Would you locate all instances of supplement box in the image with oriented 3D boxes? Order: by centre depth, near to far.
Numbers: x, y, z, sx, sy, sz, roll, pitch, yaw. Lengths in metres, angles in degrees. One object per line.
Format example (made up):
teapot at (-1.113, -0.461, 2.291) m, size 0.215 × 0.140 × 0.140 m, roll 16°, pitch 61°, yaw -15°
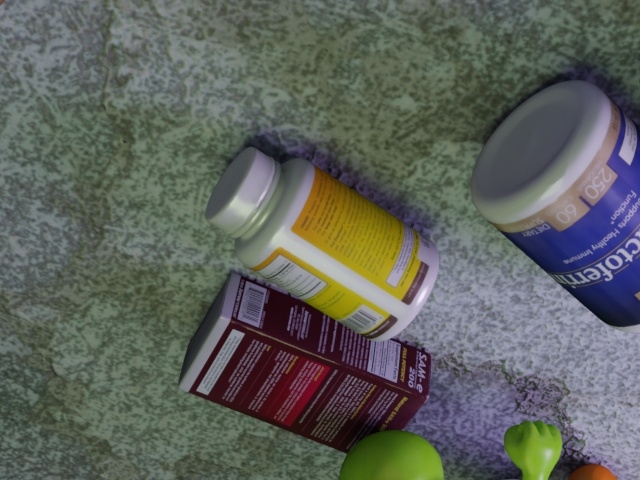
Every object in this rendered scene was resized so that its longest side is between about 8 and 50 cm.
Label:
supplement box at (-0.016, 0.139, 1.509) m, size 0.239 × 0.073 × 0.130 m, roll 23°, pitch 130°, yaw -11°

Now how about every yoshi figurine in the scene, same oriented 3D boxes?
yoshi figurine at (0.158, 0.279, 1.516) m, size 0.362 × 0.203 × 0.203 m, roll 11°, pitch 179°, yaw -44°

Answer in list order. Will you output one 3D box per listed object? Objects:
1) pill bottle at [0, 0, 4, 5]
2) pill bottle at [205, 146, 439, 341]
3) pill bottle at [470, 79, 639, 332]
pill bottle at (-0.366, -0.207, 1.226) m, size 0.131 × 0.131 × 0.229 m, roll 38°, pitch 125°, yaw -22°
pill bottle at (0.000, 0.000, 1.358) m, size 0.215 × 0.117 × 0.117 m, roll 32°, pitch 127°, yaw -18°
pill bottle at (0.276, -0.011, 1.287) m, size 0.264 × 0.153 × 0.153 m, roll 39°, pitch 125°, yaw -23°
